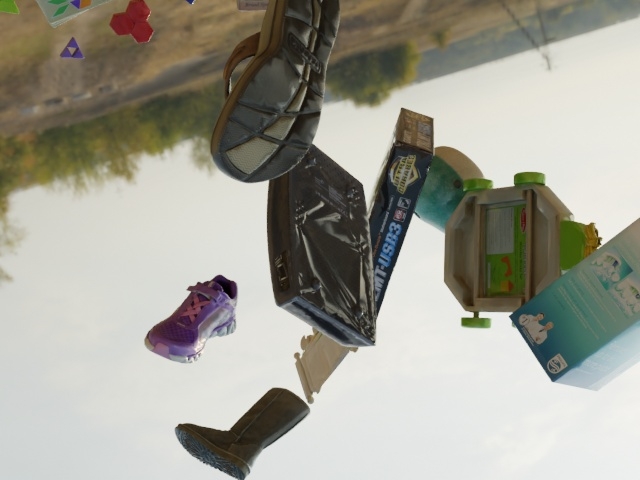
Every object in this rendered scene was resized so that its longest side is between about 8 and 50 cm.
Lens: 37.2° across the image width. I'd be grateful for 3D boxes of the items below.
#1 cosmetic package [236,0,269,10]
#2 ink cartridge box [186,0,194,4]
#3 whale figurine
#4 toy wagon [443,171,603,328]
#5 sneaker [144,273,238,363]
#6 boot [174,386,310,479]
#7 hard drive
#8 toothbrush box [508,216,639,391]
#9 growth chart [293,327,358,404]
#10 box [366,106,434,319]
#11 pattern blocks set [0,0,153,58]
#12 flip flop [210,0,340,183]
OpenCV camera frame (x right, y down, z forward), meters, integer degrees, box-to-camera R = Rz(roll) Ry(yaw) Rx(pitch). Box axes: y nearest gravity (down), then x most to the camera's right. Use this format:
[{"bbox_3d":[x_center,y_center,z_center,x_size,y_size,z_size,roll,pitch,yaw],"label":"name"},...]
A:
[{"bbox_3d":[-0.073,-0.543,1.568,0.153,0.296,0.129,-4,-146,-4],"label":"cosmetic package"},{"bbox_3d":[-0.337,-0.622,1.764,0.176,0.371,0.069,-57,-155,-2],"label":"ink cartridge box"},{"bbox_3d":[0.271,-0.051,1.867,0.141,0.272,0.216,-36,-170,-8],"label":"whale figurine"},{"bbox_3d":[0.346,0.019,1.628,0.068,0.267,0.344,6,173,-38],"label":"toy wagon"},{"bbox_3d":[-0.201,0.119,1.549,0.095,0.105,0.236,27,-157,13],"label":"sneaker"},{"bbox_3d":[-0.149,0.349,1.829,0.189,0.076,0.208,27,-131,19],"label":"boot"},{"bbox_3d":[0.000,0.000,1.186,0.054,0.255,0.172,-26,139,29],"label":"hard drive"},{"bbox_3d":[0.461,0.086,1.405,0.295,0.126,0.216,-41,150,18],"label":"toothbrush box"},{"bbox_3d":[0.016,0.212,1.909,0.237,0.021,0.172,-52,-148,32],"label":"growth chart"},{"bbox_3d":[0.110,-0.049,1.560,0.073,0.293,0.295,17,-160,0],"label":"box"},{"bbox_3d":[-0.447,-0.476,1.666,0.285,0.325,0.026,-18,-145,-15],"label":"pattern blocks set"},{"bbox_3d":[-0.053,-0.175,0.976,0.080,0.112,0.277,-7,-123,35],"label":"flip flop"}]
